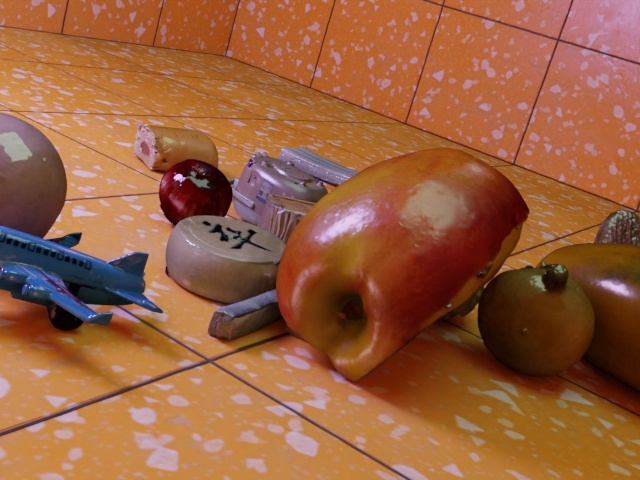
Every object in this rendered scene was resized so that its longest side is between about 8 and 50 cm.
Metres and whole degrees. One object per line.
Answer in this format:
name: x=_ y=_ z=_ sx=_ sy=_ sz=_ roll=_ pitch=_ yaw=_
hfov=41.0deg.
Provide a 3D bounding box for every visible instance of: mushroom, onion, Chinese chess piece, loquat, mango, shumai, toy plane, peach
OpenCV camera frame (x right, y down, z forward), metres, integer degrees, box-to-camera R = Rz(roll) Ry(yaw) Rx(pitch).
mushroom: x=-0.436 y=-0.064 z=1.141 sx=0.204 sy=0.204 sz=0.204 roll=16 pitch=16 yaw=-5
onion: x=-0.215 y=-0.078 z=1.470 sx=0.131 sy=0.131 sz=0.131 roll=16 pitch=16 yaw=-5
Chinese chess piece: x=-0.135 y=0.026 z=1.274 sx=0.188 sy=0.083 sz=0.188 roll=16 pitch=19 yaw=-6
loquat: x=0.321 y=0.110 z=1.269 sx=0.149 sy=0.205 sz=0.172 roll=-26 pitch=53 yaw=-37
mango: x=0.526 y=0.122 z=1.370 sx=0.300 sy=0.232 sz=0.445 roll=12 pitch=10 yaw=-38
shumai: x=0.664 y=0.046 z=1.914 sx=0.161 sy=0.210 sz=0.153 roll=1 pitch=-15 yaw=-5
toy plane: x=-0.326 y=0.037 z=1.005 sx=0.271 sy=0.105 sz=0.254 roll=8 pitch=18 yaw=-25
peach: x=0.121 y=-0.001 z=1.198 sx=0.242 sy=0.306 sz=0.380 roll=49 pitch=29 yaw=11

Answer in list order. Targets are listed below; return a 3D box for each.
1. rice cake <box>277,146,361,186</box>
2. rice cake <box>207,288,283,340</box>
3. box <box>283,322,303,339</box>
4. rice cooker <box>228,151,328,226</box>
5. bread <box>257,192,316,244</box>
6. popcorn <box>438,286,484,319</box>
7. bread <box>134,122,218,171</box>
rice cake: x=0.016 y=-0.181 z=2.169 sx=0.237 sy=0.043 sz=0.127 roll=27 pitch=20 yaw=29
rice cake: x=-0.081 y=0.094 z=1.174 sx=0.034 sy=0.043 sz=0.211 roll=29 pitch=20 yaw=21
box: x=-0.009 y=0.117 z=1.202 sx=0.053 sy=0.024 sz=0.083 roll=24 pitch=16 yaw=20
rice cooker: x=-0.077 y=-0.081 z=1.606 sx=0.206 sy=0.127 sz=0.145 roll=36 pitch=23 yaw=28
bread: x=-0.002 y=0.001 z=1.445 sx=0.209 sy=0.110 sz=0.192 roll=13 pitch=11 yaw=-15
popcorn: x=0.187 y=0.058 z=1.420 sx=0.173 sy=0.142 sz=0.174 roll=12 pitch=42 yaw=-11
bread: x=-0.304 y=-0.194 z=1.820 sx=0.173 sy=0.085 sz=0.134 roll=4 pitch=21 yaw=-37
